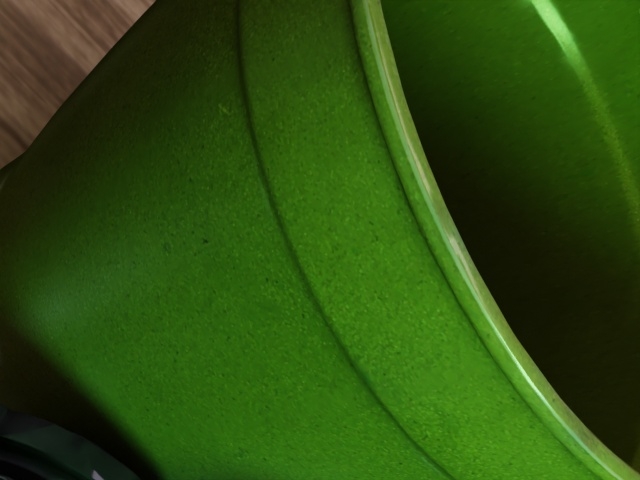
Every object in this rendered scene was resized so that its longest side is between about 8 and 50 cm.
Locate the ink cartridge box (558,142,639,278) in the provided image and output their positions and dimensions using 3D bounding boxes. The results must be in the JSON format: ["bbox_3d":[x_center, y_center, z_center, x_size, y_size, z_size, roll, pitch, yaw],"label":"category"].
[{"bbox_3d":[0.102,-0.019,0.916,0.115,0.273,0.198,8,65,-51],"label":"ink cartridge box"}]

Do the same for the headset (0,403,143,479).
[{"bbox_3d":[-0.192,0.152,0.589,0.243,0.185,0.394,-22,104,-52],"label":"headset"}]

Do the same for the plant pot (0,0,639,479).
[{"bbox_3d":[0.000,0.000,0.700,0.366,0.353,0.366,30,49,-41],"label":"plant pot"}]
